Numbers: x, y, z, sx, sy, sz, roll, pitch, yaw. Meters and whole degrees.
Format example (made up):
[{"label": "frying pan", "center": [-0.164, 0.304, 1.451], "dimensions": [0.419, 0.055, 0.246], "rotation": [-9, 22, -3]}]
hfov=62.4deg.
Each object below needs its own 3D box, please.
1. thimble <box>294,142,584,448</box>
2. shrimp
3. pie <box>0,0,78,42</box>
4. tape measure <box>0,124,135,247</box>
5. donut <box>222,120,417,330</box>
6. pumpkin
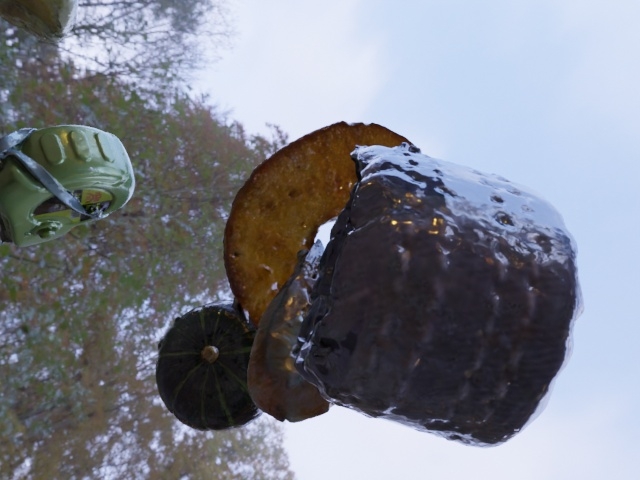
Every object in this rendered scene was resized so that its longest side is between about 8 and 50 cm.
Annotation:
[{"label": "thimble", "center": [0.082, 0.031, 0.426], "dimensions": [0.172, 0.236, 0.205], "rotation": [20, -40, -4]}, {"label": "shrimp", "center": [-0.004, 0.107, 0.739], "dimensions": [0.164, 0.317, 0.062], "rotation": [1, -47, 13]}, {"label": "pie", "center": [-0.457, -0.381, 0.655], "dimensions": [0.337, 0.337, 0.075], "rotation": [8, -111, 40]}, {"label": "tape measure", "center": [-0.327, -0.077, 0.661], "dimensions": [0.106, 0.175, 0.200], "rotation": [65, -27, 14]}, {"label": "donut", "center": [0.000, 0.000, 0.979], "dimensions": [0.163, 0.377, 0.435], "rotation": [179, -80, -70]}, {"label": "pumpkin", "center": [-0.234, 0.299, 1.274], "dimensions": [0.323, 0.323, 0.241], "rotation": [45, -20, 25]}]
